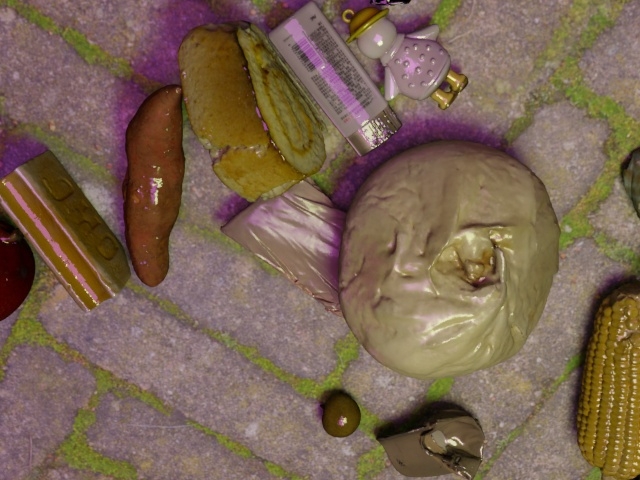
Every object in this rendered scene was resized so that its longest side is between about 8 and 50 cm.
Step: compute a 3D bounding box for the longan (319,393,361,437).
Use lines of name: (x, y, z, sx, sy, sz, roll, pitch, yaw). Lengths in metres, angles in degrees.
longan: (0.030, 0.296, 1.284, 0.083, 0.075, 0.075, 24, 113, 37)

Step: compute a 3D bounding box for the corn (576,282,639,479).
corn: (0.489, 0.241, 1.226, 0.130, 0.130, 0.347, -1, 107, 1)

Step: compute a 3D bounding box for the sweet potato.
sweet potato: (-0.252, -0.091, 1.144, 0.095, 0.106, 0.355, -9, 129, -33)

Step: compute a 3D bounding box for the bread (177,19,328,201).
bread: (-0.097, -0.188, 1.066, 0.124, 0.186, 0.257, -23, 103, 26)

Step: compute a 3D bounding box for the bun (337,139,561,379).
bun: (0.199, 0.038, 1.093, 0.361, 0.213, 0.361, -2, 98, -17)

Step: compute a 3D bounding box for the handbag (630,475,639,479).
handbag: (0.640, 0.467, 1.290, 0.302, 0.149, 0.283, -35, 107, 13)

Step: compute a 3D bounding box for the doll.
doll: (0.117, -0.267, 1.086, 0.207, 0.081, 0.129, 34, 98, -8)

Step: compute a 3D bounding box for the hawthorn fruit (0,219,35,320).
hawthorn fruit: (-0.518, 0.040, 1.159, 0.188, 0.169, 0.169, -41, 103, 10)

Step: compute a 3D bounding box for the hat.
hat: (0.185, 0.336, 1.300, 0.175, 0.085, 0.147, -11, 121, 28)

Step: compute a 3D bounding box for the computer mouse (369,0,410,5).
computer mouse: (0.136, -0.431, 1.032, 0.146, 0.077, 0.242, 37, 108, -10)

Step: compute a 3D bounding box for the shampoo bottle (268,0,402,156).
shampoo bottle: (0.023, -0.236, 1.109, 0.086, 0.056, 0.227, -38, 104, 6)

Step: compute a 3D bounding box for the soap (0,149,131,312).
soap: (-0.385, -0.016, 1.143, 0.073, 0.140, 0.232, -31, 105, 10)

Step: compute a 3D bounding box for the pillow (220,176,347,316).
pillow: (0.000, 0.000, 1.182, 0.270, 0.067, 0.173, 38, 101, -13)

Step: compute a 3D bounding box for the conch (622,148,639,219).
conch: (0.535, -0.065, 1.139, 0.116, 0.106, 0.173, -25, 93, -11)
